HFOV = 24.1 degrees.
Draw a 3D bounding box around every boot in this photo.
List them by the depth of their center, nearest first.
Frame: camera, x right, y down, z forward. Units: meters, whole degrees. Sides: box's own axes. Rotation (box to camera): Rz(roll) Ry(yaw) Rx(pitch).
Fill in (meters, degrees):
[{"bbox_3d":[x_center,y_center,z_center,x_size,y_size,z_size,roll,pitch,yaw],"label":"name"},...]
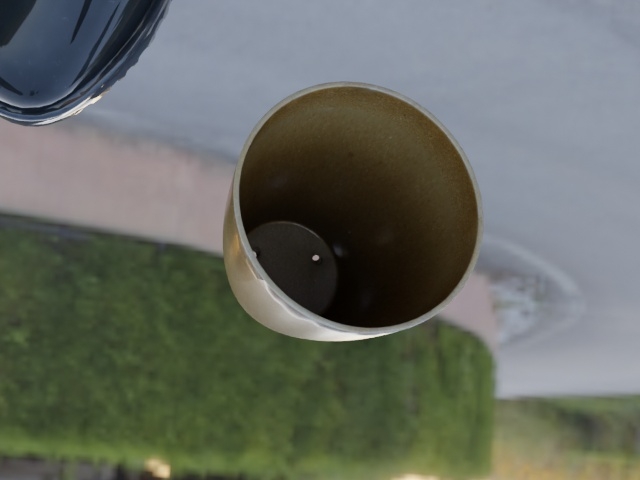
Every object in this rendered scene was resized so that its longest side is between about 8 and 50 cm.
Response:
[{"bbox_3d":[-0.151,-0.286,0.907,0.146,0.367,0.445,29,172,5],"label":"boot"}]

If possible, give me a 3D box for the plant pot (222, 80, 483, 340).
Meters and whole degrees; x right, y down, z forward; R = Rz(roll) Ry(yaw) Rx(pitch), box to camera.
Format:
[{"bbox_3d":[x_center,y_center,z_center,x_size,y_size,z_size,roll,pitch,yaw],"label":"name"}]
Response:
[{"bbox_3d":[0.000,0.000,1.456,0.237,0.237,0.254,6,163,-16],"label":"plant pot"}]
